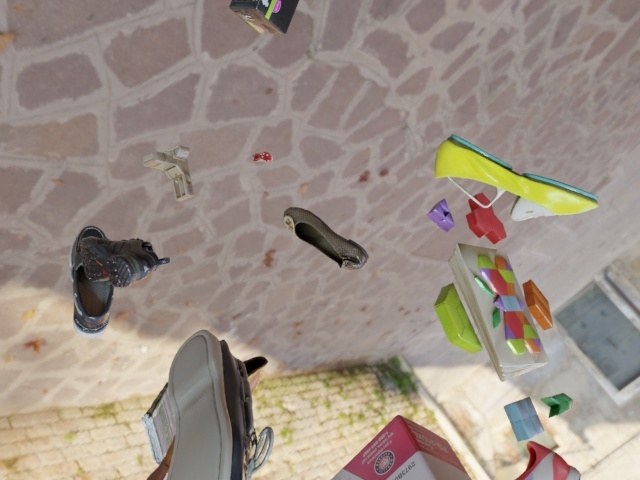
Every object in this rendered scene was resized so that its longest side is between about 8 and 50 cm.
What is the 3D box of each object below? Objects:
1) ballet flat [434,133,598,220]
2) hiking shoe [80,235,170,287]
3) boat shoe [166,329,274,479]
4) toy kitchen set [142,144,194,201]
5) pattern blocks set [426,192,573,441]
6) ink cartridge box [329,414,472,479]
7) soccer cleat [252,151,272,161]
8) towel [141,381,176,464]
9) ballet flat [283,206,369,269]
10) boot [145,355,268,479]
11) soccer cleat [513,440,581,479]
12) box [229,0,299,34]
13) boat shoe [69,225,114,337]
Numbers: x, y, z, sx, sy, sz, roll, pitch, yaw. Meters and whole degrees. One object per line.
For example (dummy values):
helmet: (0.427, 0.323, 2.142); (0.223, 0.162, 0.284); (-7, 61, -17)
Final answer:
ballet flat: (0.266, -0.073, 0.937); (0.077, 0.231, 0.077); (-66, 169, 10)
hiking shoe: (-0.393, 0.037, 1.321); (0.114, 0.227, 0.086); (-15, 113, -40)
boat shoe: (-0.097, 0.193, 0.635); (0.095, 0.254, 0.079); (-45, 122, 13)
toy kitchen set: (-0.257, -0.120, 1.181); (0.068, 0.075, 0.083); (-20, 166, 28)
pattern blocks set: (0.239, 0.088, 0.883); (0.026, 0.325, 0.285); (-32, 169, 36)
ink cartridge box: (0.093, 0.323, 0.649); (0.100, 0.237, 0.172); (36, 103, -33)
soccer cleat: (-0.148, -0.224, 1.783); (0.036, 0.029, 0.083); (-18, -166, -37)
towel: (-0.321, 0.369, 1.360); (0.023, 0.113, 0.152); (-8, -165, 6)
ballet flat: (0.000, 0.000, 1.501); (0.058, 0.250, 0.084); (-42, 148, -26)
boot: (-0.160, 0.297, 1.042); (0.264, 0.096, 0.280); (6, 112, -59)
soccer cleat: (0.361, 0.527, 1.254); (0.318, 0.116, 0.108); (-45, 165, -20)
box: (-0.064, -0.309, 0.829); (0.062, 0.052, 0.083); (27, 82, -52)
boat shoe: (-0.533, 0.078, 1.574); (0.114, 0.302, 0.091); (0, 145, -27)
